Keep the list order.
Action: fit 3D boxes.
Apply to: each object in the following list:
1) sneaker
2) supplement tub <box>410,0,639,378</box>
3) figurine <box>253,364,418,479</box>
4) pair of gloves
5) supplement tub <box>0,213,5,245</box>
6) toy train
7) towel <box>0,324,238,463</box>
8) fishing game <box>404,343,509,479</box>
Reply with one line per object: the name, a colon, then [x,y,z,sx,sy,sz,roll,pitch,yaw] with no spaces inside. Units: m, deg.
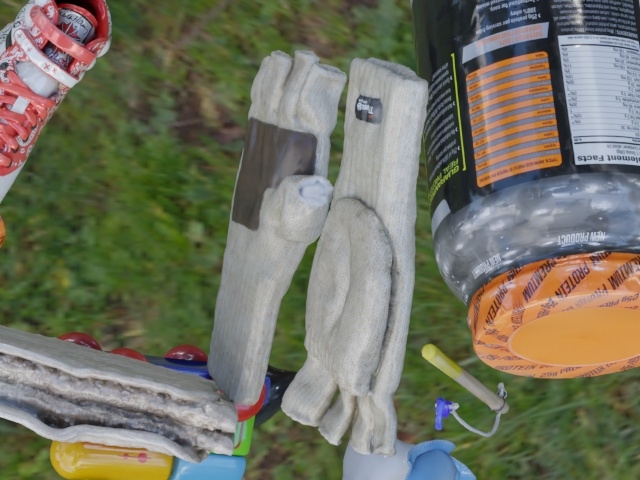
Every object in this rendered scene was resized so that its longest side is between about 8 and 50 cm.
sneaker: [-0.268,-0.126,1.673,0.090,0.270,0.145,37,131,-15]
supplement tub: [0.180,-0.080,1.456,0.207,0.207,0.338,-12,64,18]
figurine: [-0.029,0.203,1.649,0.215,0.209,0.092,29,140,6]
pair of gloves: [0.000,0.000,1.041,0.042,0.240,0.204,7,94,-22]
supplement tub: [-0.187,0.033,0.545,0.117,0.117,0.190,37,69,16]
toy train: [-0.162,0.138,1.307,0.105,0.248,0.143,9,91,60]
towel: [-0.186,0.076,1.123,0.282,0.187,0.049,15,87,-4]
fishing game: [0.038,0.183,0.886,0.041,0.189,0.264,5,81,22]
